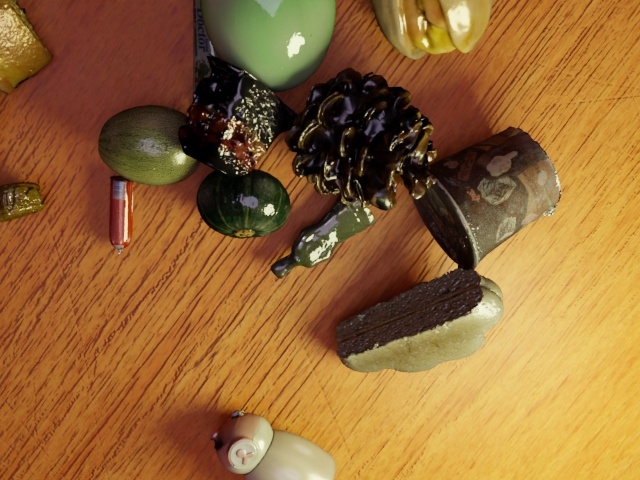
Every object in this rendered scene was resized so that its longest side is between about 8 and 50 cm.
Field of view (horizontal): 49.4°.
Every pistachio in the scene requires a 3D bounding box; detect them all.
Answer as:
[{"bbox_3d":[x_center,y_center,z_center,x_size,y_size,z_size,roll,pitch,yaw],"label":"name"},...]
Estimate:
[{"bbox_3d":[0.191,-0.469,1.175,0.230,0.230,0.309,-12,108,-6],"label":"pistachio"}]

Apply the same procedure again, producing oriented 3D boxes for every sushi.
[{"bbox_3d":[-0.148,-0.188,1.137,0.153,0.172,0.150,27,88,10],"label":"sushi"}]

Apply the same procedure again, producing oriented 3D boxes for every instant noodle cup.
[{"bbox_3d":[0.303,-0.085,1.276,0.207,0.217,0.217,-31,105,-8],"label":"instant noodle cup"}]

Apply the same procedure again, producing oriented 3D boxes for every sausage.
[{"bbox_3d":[-0.360,-0.044,1.264,0.048,0.050,0.145,8,103,17],"label":"sausage"}]

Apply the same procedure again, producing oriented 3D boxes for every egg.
[{"bbox_3d":[-0.084,-0.380,1.140,0.220,0.220,0.270,-9,109,-6],"label":"egg"}]

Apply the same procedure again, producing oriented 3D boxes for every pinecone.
[{"bbox_3d":[0.076,-0.172,1.181,0.243,0.257,0.243,-11,107,-40],"label":"pinecone"}]

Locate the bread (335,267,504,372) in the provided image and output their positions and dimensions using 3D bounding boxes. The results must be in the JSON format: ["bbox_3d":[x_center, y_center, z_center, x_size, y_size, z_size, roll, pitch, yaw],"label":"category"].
[{"bbox_3d":[0.199,0.176,1.321,0.337,0.102,0.183,-26,133,25],"label":"bread"}]

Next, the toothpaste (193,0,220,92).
[{"bbox_3d":[-0.198,-0.349,1.223,0.067,0.037,0.255,5,104,22],"label":"toothpaste"}]

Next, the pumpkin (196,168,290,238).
[{"bbox_3d":[-0.136,-0.067,1.231,0.167,0.167,0.125,-12,78,-6],"label":"pumpkin"}]

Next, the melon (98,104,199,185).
[{"bbox_3d":[-0.283,-0.163,1.200,0.192,0.139,0.139,4,101,-14],"label":"melon"}]

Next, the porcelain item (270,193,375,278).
[{"bbox_3d":[0.000,0.000,1.312,0.215,0.069,0.081,-40,121,1],"label":"porcelain item"}]

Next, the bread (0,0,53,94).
[{"bbox_3d":[-0.555,-0.370,1.118,0.129,0.134,0.260,-31,105,-2],"label":"bread"}]

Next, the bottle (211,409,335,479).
[{"bbox_3d":[-0.101,0.423,1.349,0.236,0.147,0.147,38,94,-11],"label":"bottle"}]

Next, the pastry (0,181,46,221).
[{"bbox_3d":[-0.531,-0.067,1.205,0.097,0.109,0.057,-20,96,-36],"label":"pastry"}]
